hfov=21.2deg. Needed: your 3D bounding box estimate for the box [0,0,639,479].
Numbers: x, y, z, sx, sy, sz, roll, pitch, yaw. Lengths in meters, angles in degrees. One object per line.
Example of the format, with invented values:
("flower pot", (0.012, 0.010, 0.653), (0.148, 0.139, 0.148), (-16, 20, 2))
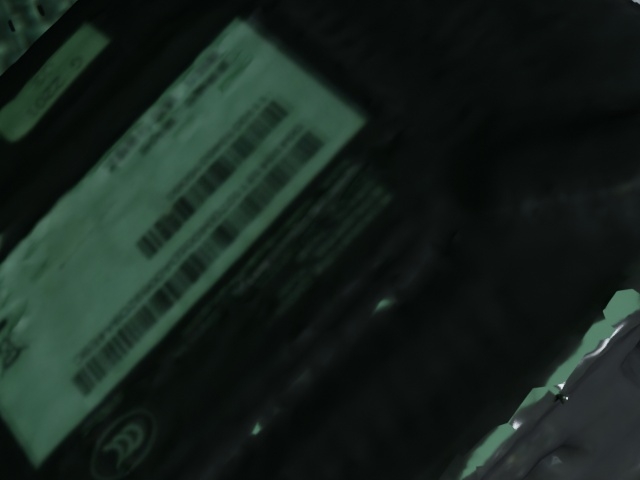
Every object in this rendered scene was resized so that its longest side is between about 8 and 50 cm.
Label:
("box", (-0.040, 0.021, 0.627), (0.359, 0.091, 0.350), (-46, 45, 1))
